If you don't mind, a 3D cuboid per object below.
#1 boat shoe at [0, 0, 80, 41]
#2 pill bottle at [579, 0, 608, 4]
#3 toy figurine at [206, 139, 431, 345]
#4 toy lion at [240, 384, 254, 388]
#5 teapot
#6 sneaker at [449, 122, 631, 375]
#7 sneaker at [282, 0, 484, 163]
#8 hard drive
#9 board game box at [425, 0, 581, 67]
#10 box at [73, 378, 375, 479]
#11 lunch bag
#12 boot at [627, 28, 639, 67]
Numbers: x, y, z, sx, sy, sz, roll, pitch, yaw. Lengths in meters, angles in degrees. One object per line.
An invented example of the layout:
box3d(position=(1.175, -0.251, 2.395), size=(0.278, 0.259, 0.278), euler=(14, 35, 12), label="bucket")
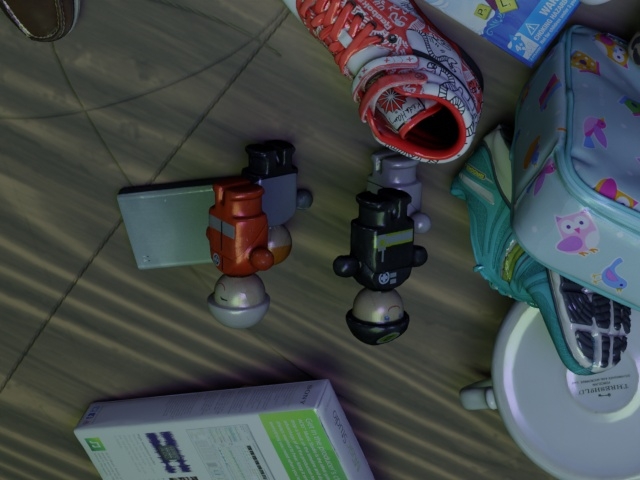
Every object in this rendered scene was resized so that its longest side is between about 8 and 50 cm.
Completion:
box3d(position=(-0.306, -0.292, 1.221), size=(0.095, 0.095, 0.257), euler=(-14, 118, 17), label="boat shoe")
box3d(position=(0.150, -0.317, 1.019), size=(0.272, 0.152, 0.152), euler=(33, 121, -11), label="pill bottle")
box3d(position=(0.000, 0.000, 1.283), size=(0.213, 0.209, 0.148), euler=(3, 110, 7), label="toy figurine")
box3d(position=(-0.092, 0.225, 1.545), size=(0.096, 0.034, 0.100), euler=(-25, 114, 31), label="toy lion")
box3d(position=(0.300, 0.130, 1.340), size=(0.256, 0.187, 0.252), euler=(33, 103, 19), label="teapot")
box3d(position=(0.205, 0.017, 1.249), size=(0.107, 0.275, 0.110), euler=(16, 131, -40), label="sneaker")
box3d(position=(0.043, -0.182, 1.203), size=(0.270, 0.145, 0.090), euler=(40, 119, -15), label="sneaker")
box3d(position=(-0.140, -0.018, 1.405), size=(0.135, 0.022, 0.094), euler=(-6, 120, 12), label="hard drive")
box3d(position=(0.143, -0.358, 1.125), size=(0.318, 0.066, 0.318), euler=(30, 121, -9), label="board game box")
box3d(position=(-0.098, 0.276, 1.529), size=(0.322, 0.058, 0.232), euler=(-8, 122, 26), label="box")
box3d(position=(0.285, -0.063, 1.164), size=(0.224, 0.279, 0.108), euler=(24, 131, -9), label="lunch bag")
box3d(position=(0.473, -0.222, 1.117), size=(0.378, 0.138, 0.284), euler=(14, 130, -12), label="boot")
